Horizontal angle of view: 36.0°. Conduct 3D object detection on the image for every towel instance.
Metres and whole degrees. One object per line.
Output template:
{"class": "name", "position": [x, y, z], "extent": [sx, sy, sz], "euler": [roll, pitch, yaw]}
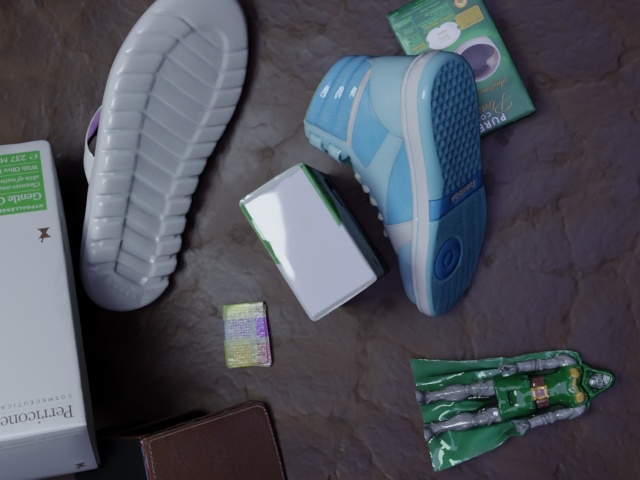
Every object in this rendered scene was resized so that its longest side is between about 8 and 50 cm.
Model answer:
{"class": "towel", "position": [-0.094, 0.120, 1.242], "extent": [0.060, 0.009, 0.083], "euler": [-6, 90, 11]}

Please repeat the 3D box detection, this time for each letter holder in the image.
{"class": "letter holder", "position": [-0.154, 0.363, 1.205], "extent": [0.152, 0.214, 0.302], "euler": [-11, 89, 42]}

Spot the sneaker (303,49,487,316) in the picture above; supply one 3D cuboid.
{"class": "sneaker", "position": [0.080, -0.075, 1.161], "extent": [0.208, 0.127, 0.319], "euler": [16, 120, 38]}

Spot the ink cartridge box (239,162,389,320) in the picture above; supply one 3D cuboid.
{"class": "ink cartridge box", "position": [0.000, 0.000, 1.121], "extent": [0.086, 0.208, 0.153], "euler": [-34, 87, 6]}

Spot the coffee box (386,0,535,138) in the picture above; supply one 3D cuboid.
{"class": "coffee box", "position": [0.167, -0.210, 1.167], "extent": [0.113, 0.040, 0.184], "euler": [-27, 87, 11]}

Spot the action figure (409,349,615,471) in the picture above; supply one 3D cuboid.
{"class": "action figure", "position": [0.232, 0.184, 1.163], "extent": [0.232, 0.063, 0.137], "euler": [-14, 86, 7]}

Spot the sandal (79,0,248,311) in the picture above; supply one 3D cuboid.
{"class": "sandal", "position": [-0.217, -0.120, 1.204], "extent": [0.102, 0.169, 0.417], "euler": [27, 99, 49]}

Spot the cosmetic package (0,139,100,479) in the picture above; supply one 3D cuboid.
{"class": "cosmetic package", "position": [-0.375, 0.085, 1.124], "extent": [0.196, 0.155, 0.366], "euler": [-10, 61, -13]}
